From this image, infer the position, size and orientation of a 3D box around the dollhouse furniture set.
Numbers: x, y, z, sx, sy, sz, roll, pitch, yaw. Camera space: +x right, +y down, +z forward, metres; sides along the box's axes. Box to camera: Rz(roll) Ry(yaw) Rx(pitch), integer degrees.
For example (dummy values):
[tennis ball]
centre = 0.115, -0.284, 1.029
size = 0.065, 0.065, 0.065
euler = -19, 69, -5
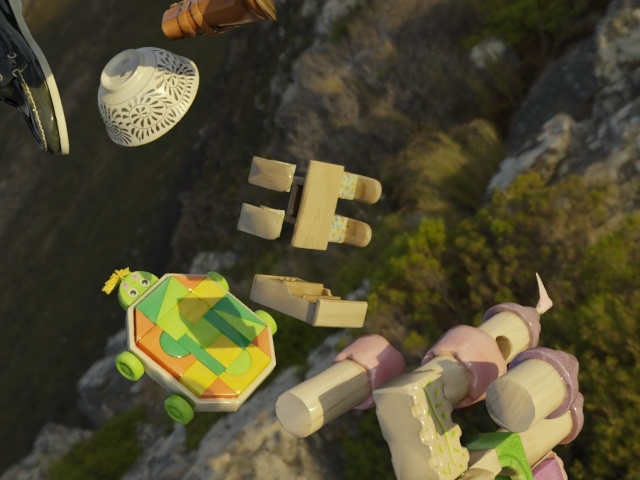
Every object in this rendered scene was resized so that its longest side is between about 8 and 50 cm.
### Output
[dollhouse furniture set]
centre = 0.000, 0.000, 1.683
size = 0.161, 0.212, 0.242
euler = 18, 98, 44

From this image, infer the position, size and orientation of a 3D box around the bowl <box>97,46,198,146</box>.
[bowl]
centre = -0.272, -0.230, 1.582
size = 0.170, 0.080, 0.170
euler = -17, 52, 22

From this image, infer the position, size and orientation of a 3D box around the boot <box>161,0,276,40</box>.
[boot]
centre = -0.138, -0.304, 1.410
size = 0.152, 0.073, 0.197
euler = -15, 4, 1

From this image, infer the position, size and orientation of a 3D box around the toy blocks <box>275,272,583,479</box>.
[toy blocks]
centre = 0.180, 0.195, 0.905
size = 0.309, 0.288, 0.260
euler = -15, 4, 43

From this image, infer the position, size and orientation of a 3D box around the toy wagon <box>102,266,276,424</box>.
[toy wagon]
centre = -0.252, 0.162, 1.942
size = 0.267, 0.344, 0.068
euler = -45, -9, -38

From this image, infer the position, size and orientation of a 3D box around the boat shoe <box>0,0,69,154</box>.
[boat shoe]
centre = -0.465, -0.259, 1.551
size = 0.113, 0.340, 0.127
euler = -19, -15, -22
